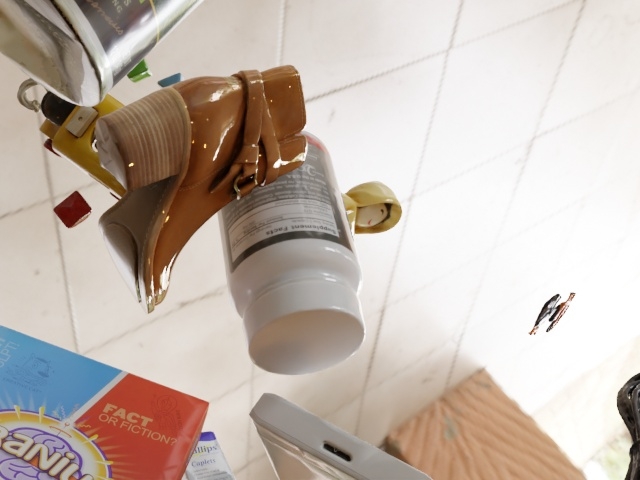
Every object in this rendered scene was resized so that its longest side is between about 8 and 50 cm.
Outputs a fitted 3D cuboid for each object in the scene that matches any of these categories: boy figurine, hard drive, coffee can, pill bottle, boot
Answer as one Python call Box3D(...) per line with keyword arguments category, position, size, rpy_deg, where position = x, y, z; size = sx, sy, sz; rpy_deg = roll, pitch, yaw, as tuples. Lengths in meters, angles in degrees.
Box3D(category="boy figurine", position=(0.000, 0.000, 1.288), size=(0.285, 0.092, 0.177), rpy_deg=(-29, 139, -30))
Box3D(category="hard drive", position=(0.046, 0.337, 1.111), size=(0.047, 0.233, 0.353), rpy_deg=(-53, 152, -26))
Box3D(category="coffee can", position=(-0.151, -0.269, 0.680), size=(0.275, 0.201, 0.201), rpy_deg=(-50, 153, -19))
Box3D(category="pill bottle", position=(-0.039, 0.010, 1.067), size=(0.161, 0.283, 0.161), rpy_deg=(-8, 141, -7))
Box3D(category="boot", position=(-0.123, -0.056, 0.945), size=(0.220, 0.109, 0.283), rpy_deg=(-24, 137, -29))

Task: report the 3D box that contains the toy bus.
Box3D(category="toy bus", position=(-0.252, -0.122, 0.991), size=(0.202, 0.191, 0.104), rpy_deg=(-10, 174, 1))

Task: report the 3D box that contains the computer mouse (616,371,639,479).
Box3D(category="computer mouse", position=(0.319, 0.155, 0.527), size=(0.188, 0.272, 0.072), rpy_deg=(-59, 156, -50))

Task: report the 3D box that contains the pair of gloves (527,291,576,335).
Box3D(category="pair of gloves", position=(0.335, 0.105, 1.270), size=(0.083, 0.010, 0.074), rpy_deg=(2, 121, -50))

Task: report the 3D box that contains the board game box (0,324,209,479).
Box3D(category="board game box", position=(-0.256, 0.217, 0.754), size=(0.316, 0.242, 0.064), rpy_deg=(-71, -178, -61))

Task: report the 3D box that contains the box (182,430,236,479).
Box3D(category="box", position=(-0.181, 0.381, 1.322), size=(0.072, 0.137, 0.126), rpy_deg=(-5, 132, -31))
